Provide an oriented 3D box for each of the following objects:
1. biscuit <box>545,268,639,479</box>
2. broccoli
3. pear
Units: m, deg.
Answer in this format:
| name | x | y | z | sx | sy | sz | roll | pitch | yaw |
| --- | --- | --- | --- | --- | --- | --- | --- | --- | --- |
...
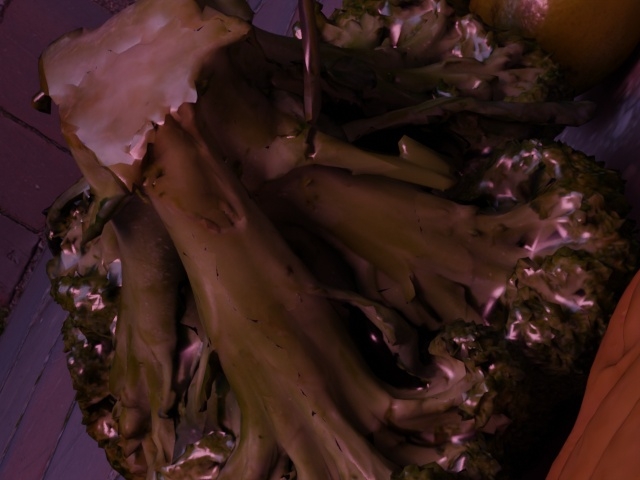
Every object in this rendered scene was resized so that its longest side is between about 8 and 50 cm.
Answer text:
| name | x | y | z | sx | sy | sz | roll | pitch | yaw |
| --- | --- | --- | --- | --- | --- | --- | --- | --- | --- |
| biscuit | 0.170 | 0.041 | 0.496 | 0.351 | 0.057 | 0.312 | -64 | 15 | -18 |
| broccoli | 0.000 | 0.000 | 0.731 | 0.304 | 0.283 | 0.321 | -47 | 44 | -5 |
| pear | 0.135 | -0.139 | 0.893 | 0.131 | 0.107 | 0.107 | -55 | 14 | 1 |
